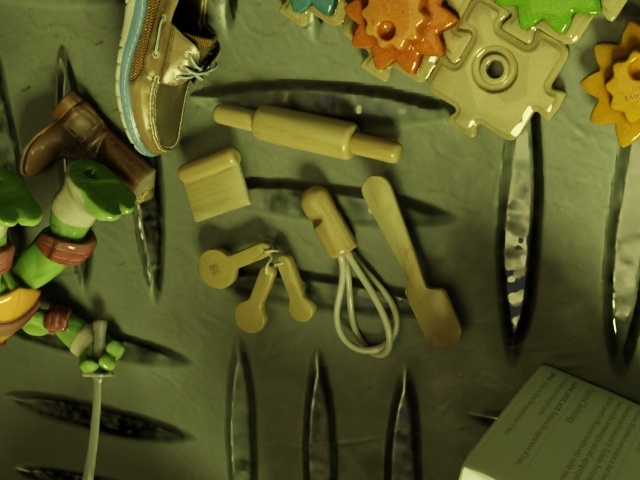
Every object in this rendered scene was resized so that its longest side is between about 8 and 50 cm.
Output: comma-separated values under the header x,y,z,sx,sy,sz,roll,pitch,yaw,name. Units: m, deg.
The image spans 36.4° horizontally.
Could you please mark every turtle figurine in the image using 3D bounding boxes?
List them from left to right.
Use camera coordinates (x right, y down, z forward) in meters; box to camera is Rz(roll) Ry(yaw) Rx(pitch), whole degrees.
x,y,z,sx,sy,sz,roll,pitch,yaw,name
-0.252,0.079,0.830,0.198,0.274,0.266,18,126,-19,turtle figurine

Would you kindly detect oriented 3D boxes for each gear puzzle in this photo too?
x,y,z,sx,sy,sz,roll,pitch,yaw,name
0.107,-0.163,0.667,0.339,0.044,0.175,36,117,14,gear puzzle

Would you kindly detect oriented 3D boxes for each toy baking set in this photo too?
x,y,z,sx,sy,sz,roll,pitch,yaw,name
-0.001,-0.007,0.781,0.256,0.030,0.196,11,112,25,toy baking set

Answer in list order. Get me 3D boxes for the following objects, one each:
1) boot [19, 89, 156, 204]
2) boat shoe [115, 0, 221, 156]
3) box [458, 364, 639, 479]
x,y,z,sx,sy,sz,roll,pitch,yaw,name
-0.206,-0.059,0.867,0.114,0.037,0.106,45,122,4,boot
-0.118,-0.154,0.774,0.066,0.066,0.183,11,109,23,boat shoe
0.157,0.212,0.672,0.119,0.182,0.180,23,113,22,box
